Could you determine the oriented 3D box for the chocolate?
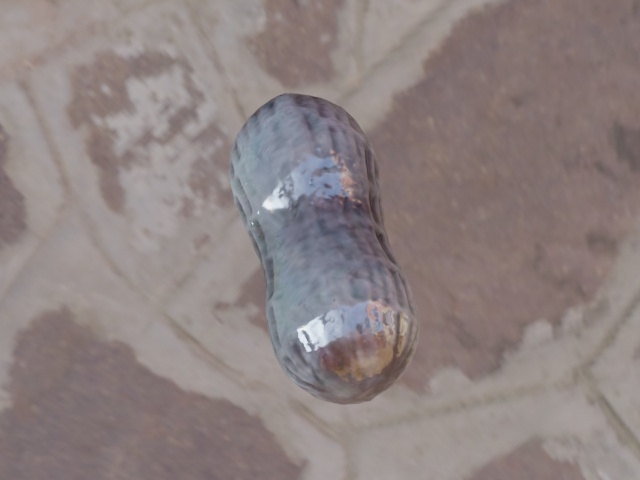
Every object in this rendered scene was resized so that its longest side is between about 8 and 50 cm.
[{"bbox_3d":[0.000,0.000,0.922,0.072,0.072,0.167,-17,58,7],"label":"chocolate"}]
